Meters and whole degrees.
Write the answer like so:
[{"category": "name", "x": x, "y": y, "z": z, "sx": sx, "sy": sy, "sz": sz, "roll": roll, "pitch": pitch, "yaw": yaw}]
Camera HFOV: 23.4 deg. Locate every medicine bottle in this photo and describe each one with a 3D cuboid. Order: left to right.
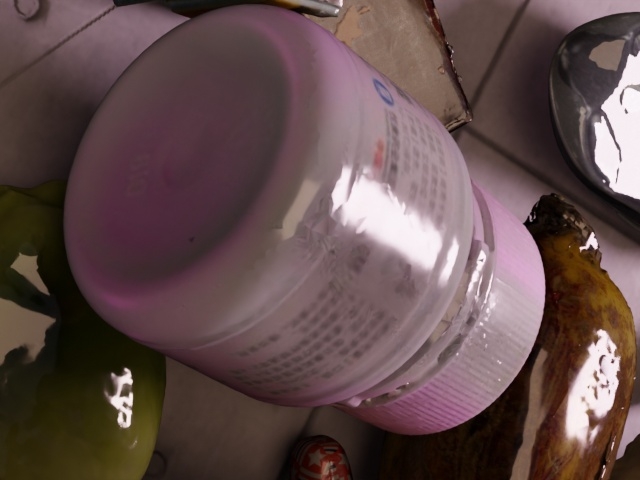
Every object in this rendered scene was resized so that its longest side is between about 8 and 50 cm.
[{"category": "medicine bottle", "x": 0.000, "y": 0.000, "z": 1.153, "sx": 0.325, "sy": 0.256, "sz": 0.256, "roll": 31, "pitch": 82, "yaw": -43}]

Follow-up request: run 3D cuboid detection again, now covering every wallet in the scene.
[{"category": "wallet", "x": 0.040, "y": -0.186, "z": 1.312, "sx": 0.122, "sy": 0.031, "sz": 0.232, "roll": -23, "pitch": 102, "yaw": -16}]

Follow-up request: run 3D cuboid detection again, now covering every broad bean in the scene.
[{"category": "broad bean", "x": -0.227, "y": 0.099, "z": 1.175, "sx": 0.238, "sy": 0.119, "sz": 0.291, "roll": -3, "pitch": 99, "yaw": -33}]

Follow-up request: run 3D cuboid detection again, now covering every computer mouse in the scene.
[{"category": "computer mouse", "x": 0.330, "y": -0.068, "z": 1.425, "sx": 0.379, "sy": 0.090, "sz": 0.167, "roll": 39, "pitch": 79, "yaw": -28}]

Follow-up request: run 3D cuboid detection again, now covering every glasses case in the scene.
[{"category": "glasses case", "x": 0.004, "y": 0.262, "z": 1.317, "sx": 0.049, "sy": 0.073, "sz": 0.195, "roll": -12, "pitch": 99, "yaw": -22}]

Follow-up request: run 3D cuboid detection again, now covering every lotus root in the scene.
[{"category": "lotus root", "x": 0.149, "y": 0.154, "z": 1.303, "sx": 0.179, "sy": 0.196, "sz": 0.398, "roll": 26, "pitch": 80, "yaw": -37}]

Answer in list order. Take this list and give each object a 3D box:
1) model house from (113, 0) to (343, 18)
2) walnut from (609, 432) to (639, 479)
[{"category": "model house", "x": -0.103, "y": -0.272, "z": 1.140, "sx": 0.215, "sy": 0.224, "sz": 0.198, "roll": 13, "pitch": 89, "yaw": -31}, {"category": "walnut", "x": 0.341, "y": 0.302, "z": 1.364, "sx": 0.282, "sy": 0.253, "sz": 0.277, "roll": -44, "pitch": 145, "yaw": -22}]
